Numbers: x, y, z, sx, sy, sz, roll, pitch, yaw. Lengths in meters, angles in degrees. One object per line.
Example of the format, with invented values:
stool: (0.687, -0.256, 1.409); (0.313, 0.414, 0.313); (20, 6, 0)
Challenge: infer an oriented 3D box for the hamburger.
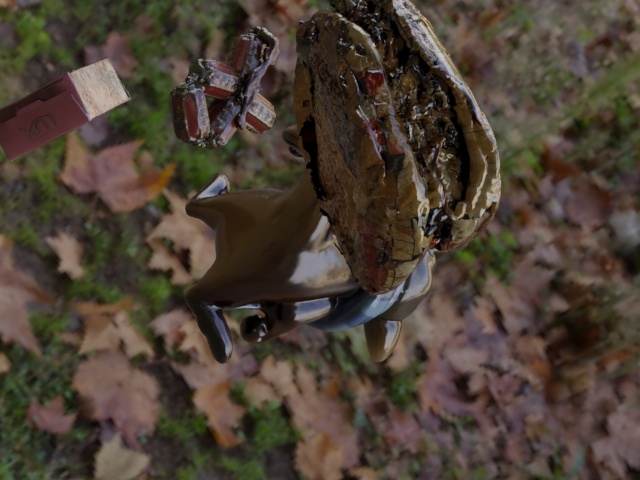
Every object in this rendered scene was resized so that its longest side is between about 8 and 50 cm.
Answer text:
hamburger: (0.048, -0.076, 1.048); (0.106, 0.231, 0.231); (-18, 74, -12)

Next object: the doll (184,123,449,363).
doll: (-0.004, -0.001, 1.621); (0.339, 0.209, 0.318); (14, 95, -48)

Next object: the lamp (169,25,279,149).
lamp: (-0.055, -0.083, 0.787); (0.083, 0.031, 0.063); (-27, 117, -47)

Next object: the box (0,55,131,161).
box: (-0.283, -0.145, 1.500); (0.060, 0.111, 0.156); (64, 17, -8)
